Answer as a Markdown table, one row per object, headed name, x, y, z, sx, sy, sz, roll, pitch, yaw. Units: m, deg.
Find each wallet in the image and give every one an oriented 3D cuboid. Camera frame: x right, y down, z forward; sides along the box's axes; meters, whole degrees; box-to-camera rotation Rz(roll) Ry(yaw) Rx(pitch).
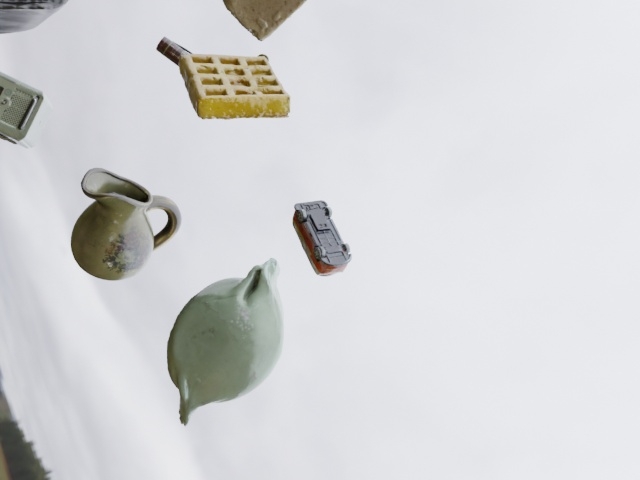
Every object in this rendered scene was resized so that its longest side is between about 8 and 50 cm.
| name | x | y | z | sx | sy | sz | roll | pitch | yaw |
| --- | --- | --- | --- | --- | --- | --- | --- | --- | --- |
| wallet | -0.524 | -0.359 | 1.253 | 0.377 | 0.197 | 0.051 | 16 | -68 | 61 |

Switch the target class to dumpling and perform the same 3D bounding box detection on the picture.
| name | x | y | z | sx | sy | sz | roll | pitch | yaw |
| --- | --- | --- | --- | --- | --- | --- | --- | --- | --- |
| dumpling | -0.195 | 0.186 | 1.624 | 0.212 | 0.320 | 0.270 | 66 | -7 | -31 |

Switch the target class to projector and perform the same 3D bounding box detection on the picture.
| name | x | y | z | sx | sy | sz | roll | pitch | yaw |
| --- | --- | --- | --- | --- | --- | --- | --- | --- | --- |
| projector | -0.849 | -0.358 | 2.183 | 0.163 | 0.177 | 0.242 | -64 | -170 | -4 |

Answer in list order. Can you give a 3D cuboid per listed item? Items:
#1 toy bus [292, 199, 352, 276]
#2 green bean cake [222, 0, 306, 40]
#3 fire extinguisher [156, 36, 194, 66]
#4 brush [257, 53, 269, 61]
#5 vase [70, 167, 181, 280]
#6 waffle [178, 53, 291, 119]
| name | x | y | z | sx | sy | sz | roll | pitch | yaw |
| --- | --- | --- | --- | --- | --- | --- | --- | --- | --- |
| toy bus | 0.000 | 0.000 | 1.674 | 0.174 | 0.079 | 0.077 | 65 | -32 | 31 |
| green bean cake | -0.079 | -0.454 | 1.424 | 0.109 | 0.179 | 0.085 | 45 | 17 | -20 |
| fire extinguisher | -0.341 | -0.454 | 2.024 | 0.158 | 0.064 | 0.043 | 36 | -38 | -9 |
| brush | -0.225 | -0.422 | 2.132 | 0.082 | 0.218 | 0.010 | 47 | 10 | -17 |
| vase | -0.566 | -0.050 | 2.369 | 0.241 | 0.329 | 0.302 | 46 | -52 | 40 |
| waffle | -0.207 | -0.369 | 1.892 | 0.248 | 0.221 | 0.055 | -117 | -149 | -46 |
